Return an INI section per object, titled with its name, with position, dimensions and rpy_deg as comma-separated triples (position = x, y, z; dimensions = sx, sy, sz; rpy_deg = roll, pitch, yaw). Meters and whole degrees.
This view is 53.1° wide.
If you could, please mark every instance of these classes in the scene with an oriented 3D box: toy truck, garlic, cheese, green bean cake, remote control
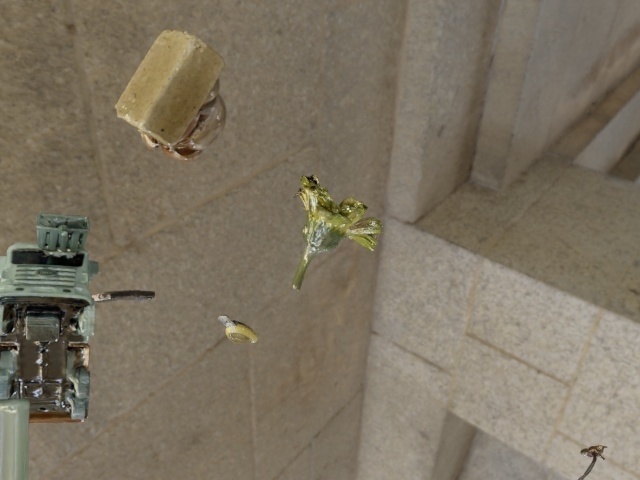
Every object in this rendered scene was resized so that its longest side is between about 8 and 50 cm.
[toy truck]
position = -0.395, 0.113, 0.923
dimensions = 0.133, 0.184, 0.338
rpy_deg = 3, 132, -20
[garlic]
position = -0.268, -0.265, 1.325
dimensions = 0.214, 0.191, 0.160
rpy_deg = -33, 144, 26
[cheese]
position = -0.247, 0.254, 1.852
dimensions = 0.162, 0.086, 0.036
rpy_deg = 58, 36, -51
[green bean cake]
position = -0.251, -0.255, 1.065
dimensions = 0.085, 0.109, 0.179
rpy_deg = 33, 89, -48
[remote control]
position = -0.482, 0.138, 1.582
dimensions = 0.212, 0.059, 0.028
rpy_deg = 12, 73, -74

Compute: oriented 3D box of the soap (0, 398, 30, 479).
[soap]
position = -0.404, 0.325, 0.697
dimensions = 0.095, 0.173, 0.289
rpy_deg = 11, 73, -56

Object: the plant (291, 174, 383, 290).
[plant]
position = -0.004, -0.046, 1.725
dimensions = 0.297, 0.261, 0.306
rpy_deg = -36, 153, 15

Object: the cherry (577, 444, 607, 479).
[cherry]
position = 0.276, 0.343, 0.810
dimensions = 0.225, 0.090, 0.107
rpy_deg = -26, 136, -23
